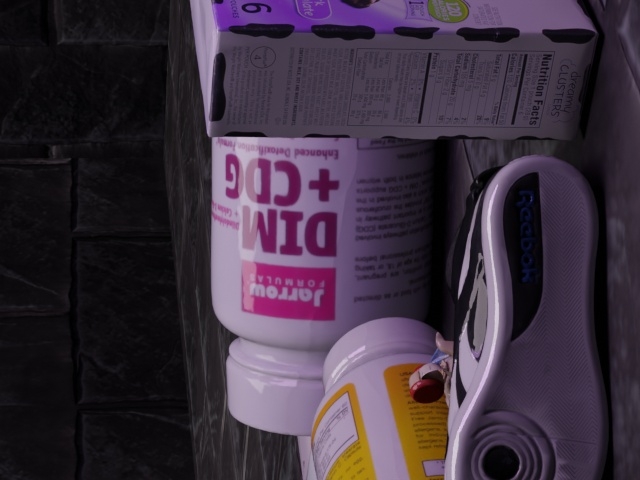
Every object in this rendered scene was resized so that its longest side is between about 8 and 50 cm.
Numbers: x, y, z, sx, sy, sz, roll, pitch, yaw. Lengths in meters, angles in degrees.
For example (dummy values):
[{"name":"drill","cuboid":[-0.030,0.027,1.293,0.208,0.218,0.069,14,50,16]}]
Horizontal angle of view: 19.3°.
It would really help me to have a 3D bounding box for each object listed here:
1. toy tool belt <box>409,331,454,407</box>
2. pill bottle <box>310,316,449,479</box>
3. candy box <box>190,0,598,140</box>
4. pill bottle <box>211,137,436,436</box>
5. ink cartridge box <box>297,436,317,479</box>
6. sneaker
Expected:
[{"name":"toy tool belt","cuboid":[0.085,0.073,1.064,0.051,0.083,0.052,-100,29,-42]},{"name":"pill bottle","cuboid":[0.056,0.142,1.135,0.208,0.117,0.117,-104,16,-55]},{"name":"candy box","cuboid":[0.032,-0.127,1.007,0.165,0.196,0.070,-102,15,-51]},{"name":"pill bottle","cuboid":[0.002,-0.014,1.342,0.160,0.160,0.283,-126,35,-75]},{"name":"ink cartridge box","cuboid":[0.020,0.143,1.595,0.232,0.066,0.189,94,171,-53]},{"name":"sneaker","cuboid":[0.103,0.067,0.994,0.121,0.079,0.217,154,123,-84]}]
